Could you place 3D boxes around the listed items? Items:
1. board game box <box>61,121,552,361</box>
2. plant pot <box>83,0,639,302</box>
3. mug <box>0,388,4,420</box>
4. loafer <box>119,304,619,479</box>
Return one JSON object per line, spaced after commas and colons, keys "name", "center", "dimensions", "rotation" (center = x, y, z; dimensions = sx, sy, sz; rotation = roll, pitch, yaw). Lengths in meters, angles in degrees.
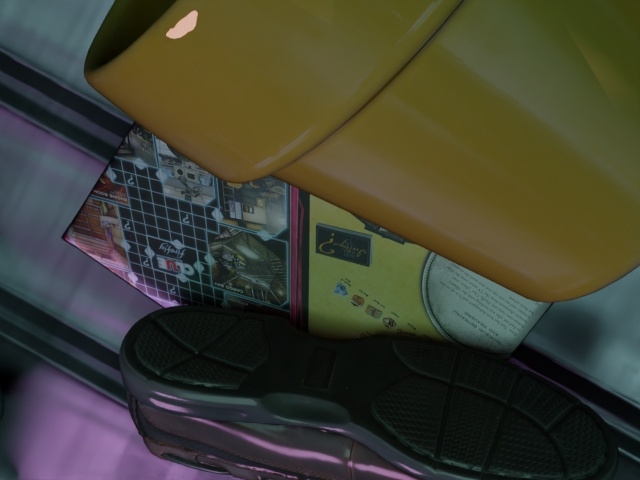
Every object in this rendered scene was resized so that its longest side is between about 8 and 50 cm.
{"name": "board game box", "center": [0.000, 0.000, 0.805], "dimensions": [0.243, 0.042, 0.165], "rotation": [35, 111, -1]}
{"name": "plant pot", "center": [0.060, -0.101, 0.660], "dimensions": [0.239, 0.254, 0.254], "rotation": [38, 111, -18]}
{"name": "mug", "center": [-0.284, 0.113, 0.861], "dimensions": [0.158, 0.097, 0.129], "rotation": [26, 91, -19]}
{"name": "loafer", "center": [0.022, 0.103, 0.774], "dimensions": [0.267, 0.096, 0.084], "rotation": [13, 130, 14]}
